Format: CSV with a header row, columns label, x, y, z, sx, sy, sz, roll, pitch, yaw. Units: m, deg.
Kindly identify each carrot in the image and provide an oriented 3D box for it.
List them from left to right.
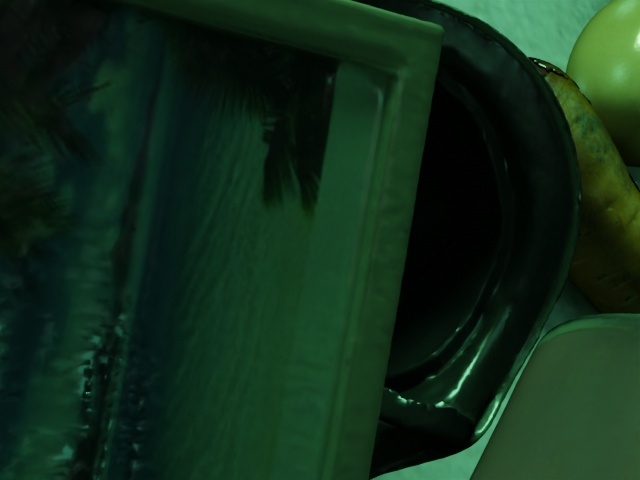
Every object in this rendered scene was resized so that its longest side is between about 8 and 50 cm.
label,x,y,z,sx,sy,sz,roll,pitch,yaw
carrot,0.118,-0.004,0.731,0.161,0.055,0.055,54,45,-16

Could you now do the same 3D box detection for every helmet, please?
label,x,y,z,sx,sy,sz,roll,pitch,yaw
helmet,-0.014,0.002,0.564,0.177,0.107,0.153,-29,109,-30

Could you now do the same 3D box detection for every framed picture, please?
label,x,y,z,sx,sy,sz,roll,pitch,yaw
framed picture,-0.084,0.075,0.443,0.232,0.024,0.314,9,91,-37

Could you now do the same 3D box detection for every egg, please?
label,x,y,z,sx,sy,sz,roll,pitch,yaw
egg,0.146,-0.069,0.764,0.096,0.080,0.080,-36,94,-39

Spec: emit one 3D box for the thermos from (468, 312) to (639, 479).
label,x,y,z,sx,sy,sz,roll,pitch,yaw
thermos,0.082,0.175,0.494,0.176,0.146,0.265,32,66,-4
